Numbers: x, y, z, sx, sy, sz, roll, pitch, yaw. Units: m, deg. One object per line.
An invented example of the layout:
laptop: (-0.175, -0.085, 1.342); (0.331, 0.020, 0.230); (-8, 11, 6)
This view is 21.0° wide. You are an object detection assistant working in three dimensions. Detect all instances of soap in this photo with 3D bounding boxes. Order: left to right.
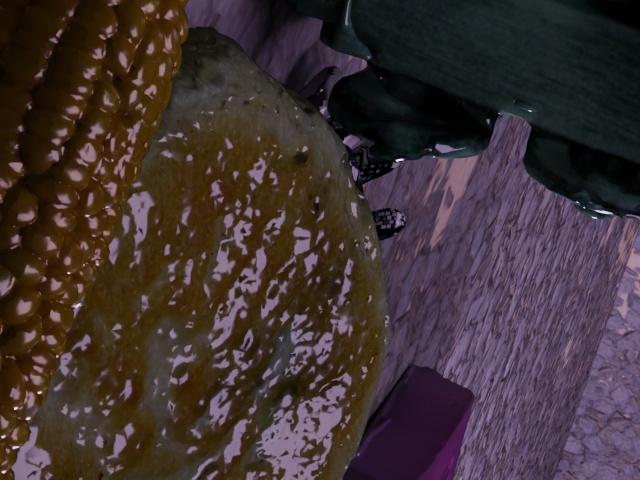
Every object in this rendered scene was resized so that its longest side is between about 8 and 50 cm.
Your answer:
soap: (0.071, 0.279, 1.759); (0.181, 0.081, 0.259); (-47, 155, -51)

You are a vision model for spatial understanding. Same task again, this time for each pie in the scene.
pie: (-0.069, 0.062, 0.832); (0.323, 0.071, 0.323); (-24, 120, -51)

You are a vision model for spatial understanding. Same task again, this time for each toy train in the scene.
toy train: (0.130, -0.126, 0.990); (0.238, 0.299, 0.166); (-65, 174, -67)

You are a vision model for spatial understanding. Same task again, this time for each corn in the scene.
corn: (-0.137, 0.014, 0.649); (0.102, 0.102, 0.312); (30, 80, -75)

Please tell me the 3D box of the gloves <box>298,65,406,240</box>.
gloves: (-0.007, 0.001, 1.065); (0.127, 0.111, 0.212); (3, 81, -69)
